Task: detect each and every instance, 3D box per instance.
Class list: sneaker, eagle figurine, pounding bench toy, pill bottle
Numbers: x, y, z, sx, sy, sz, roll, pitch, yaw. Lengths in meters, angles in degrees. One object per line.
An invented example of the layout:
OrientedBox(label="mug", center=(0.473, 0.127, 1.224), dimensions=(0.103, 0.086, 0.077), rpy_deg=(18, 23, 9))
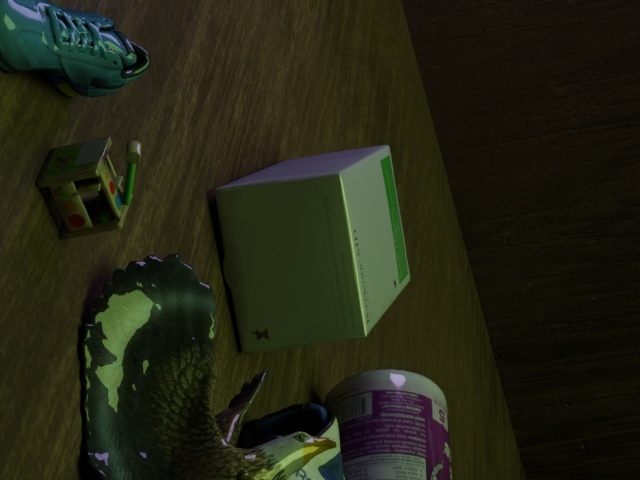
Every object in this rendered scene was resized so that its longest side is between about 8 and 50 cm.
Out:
OrientedBox(label="sneaker", center=(-0.005, 0.281, 1.523), dimensions=(0.315, 0.127, 0.182), rpy_deg=(54, 31, -59))
OrientedBox(label="eagle figurine", center=(-0.099, 0.186, 1.164), dimensions=(0.298, 0.225, 0.226), rpy_deg=(52, -57, 47))
OrientedBox(label="pounding bench toy", center=(-0.174, -0.042, 1.129), dimensions=(0.052, 0.083, 0.065), rpy_deg=(-82, 157, -54))
OrientedBox(label="sneaker", center=(-0.201, -0.164, 1.117), dimensions=(0.209, 0.082, 0.069), rpy_deg=(21, 62, -73))
OrientedBox(label="pill bottle", center=(0.088, 0.332, 1.789), dimensions=(0.169, 0.169, 0.301), rpy_deg=(64, 21, -51))

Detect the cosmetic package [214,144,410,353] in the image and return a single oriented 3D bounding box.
OrientedBox(label="cosmetic package", center=(0.000, 0.000, 1.698), dimensions=(0.365, 0.155, 0.197), rpy_deg=(-44, 125, -76))
